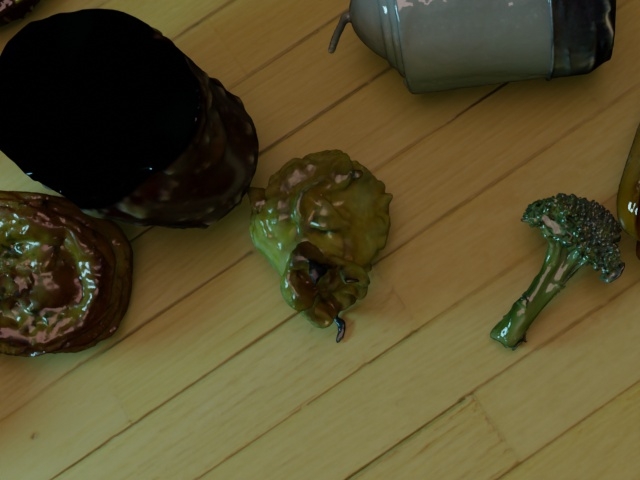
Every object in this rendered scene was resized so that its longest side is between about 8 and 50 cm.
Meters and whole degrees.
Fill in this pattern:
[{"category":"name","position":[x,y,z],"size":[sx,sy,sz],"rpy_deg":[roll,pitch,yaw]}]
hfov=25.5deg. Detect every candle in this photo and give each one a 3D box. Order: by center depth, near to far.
[{"category":"candle","position":[0.182,-0.291,1.696],"size":[0.343,0.221,0.221],"rpy_deg":[-5,74,6]}]

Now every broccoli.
[{"category":"broccoli","position":[0.268,0.038,1.658],"size":[0.122,0.118,0.204],"rpy_deg":[31,92,-8]}]

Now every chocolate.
[{"category":"chocolate","position":[-0.215,-0.129,1.675],"size":[0.340,0.210,0.225],"rpy_deg":[26,88,36]}]

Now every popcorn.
[{"category":"popcorn","position":[0.009,-0.003,1.673],"size":[0.168,0.173,0.195],"rpy_deg":[-12,62,-21]}]

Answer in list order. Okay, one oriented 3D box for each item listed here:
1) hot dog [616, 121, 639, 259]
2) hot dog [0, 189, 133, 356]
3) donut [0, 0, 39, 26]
[{"category":"hot dog","position":[0.433,-0.117,1.673],"size":[0.135,0.100,0.337],"rpy_deg":[32,69,-17]},{"category":"hot dog","position":[-0.369,0.038,1.703],"size":[0.272,0.122,0.196],"rpy_deg":[8,87,6]},{"category":"donut","position":[-0.445,-0.377,1.847],"size":[0.235,0.089,0.235],"rpy_deg":[-2,74,6]}]
